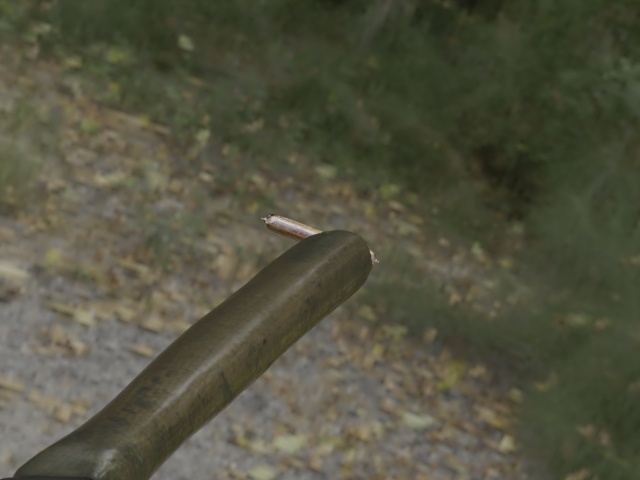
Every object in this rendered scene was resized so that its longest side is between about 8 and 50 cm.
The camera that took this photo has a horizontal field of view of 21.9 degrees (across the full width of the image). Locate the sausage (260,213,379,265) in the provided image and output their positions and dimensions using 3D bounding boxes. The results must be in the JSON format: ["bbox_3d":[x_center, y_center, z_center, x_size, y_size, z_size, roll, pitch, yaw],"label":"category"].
[{"bbox_3d":[0.000,0.000,1.238,0.100,0.015,0.015,20,23,-21],"label":"sausage"}]

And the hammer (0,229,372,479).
[{"bbox_3d":[-0.048,0.060,0.712,0.168,0.044,0.440,1,12,16],"label":"hammer"}]
